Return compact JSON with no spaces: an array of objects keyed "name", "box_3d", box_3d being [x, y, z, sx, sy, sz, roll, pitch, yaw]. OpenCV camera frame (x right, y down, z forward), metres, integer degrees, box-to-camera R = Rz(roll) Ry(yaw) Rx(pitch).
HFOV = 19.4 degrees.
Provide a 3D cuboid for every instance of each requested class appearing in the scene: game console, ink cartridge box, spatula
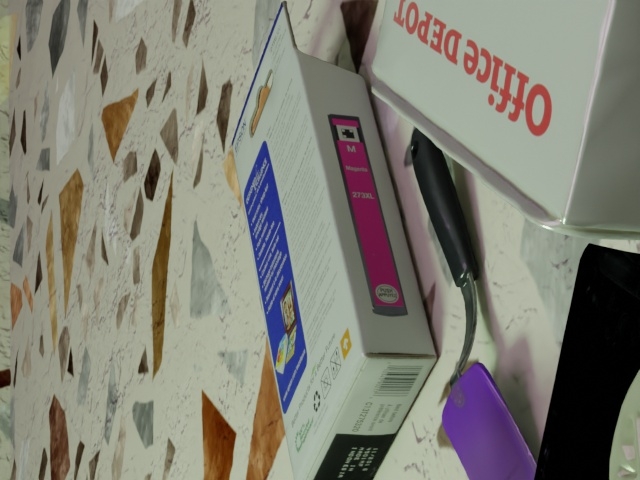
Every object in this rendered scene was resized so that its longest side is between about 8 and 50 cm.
[{"name":"game console","box_3d":[0.196,0.147,0.910,0.361,0.044,0.213,-137,54,-66]},{"name":"ink cartridge box","box_3d":[0.000,0.000,1.476,0.176,0.069,0.371,113,151,-45]},{"name":"ink cartridge box","box_3d":[0.166,-0.219,0.896,0.279,0.160,0.385,-130,47,-64]},{"name":"spatula","box_3d":[0.093,0.046,1.245,0.084,0.030,0.296,116,151,-52]}]

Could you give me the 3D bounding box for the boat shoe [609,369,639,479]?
[{"name":"boat shoe","box_3d":[0.274,0.195,0.519,0.500,0.156,0.187,54,135,40]}]
